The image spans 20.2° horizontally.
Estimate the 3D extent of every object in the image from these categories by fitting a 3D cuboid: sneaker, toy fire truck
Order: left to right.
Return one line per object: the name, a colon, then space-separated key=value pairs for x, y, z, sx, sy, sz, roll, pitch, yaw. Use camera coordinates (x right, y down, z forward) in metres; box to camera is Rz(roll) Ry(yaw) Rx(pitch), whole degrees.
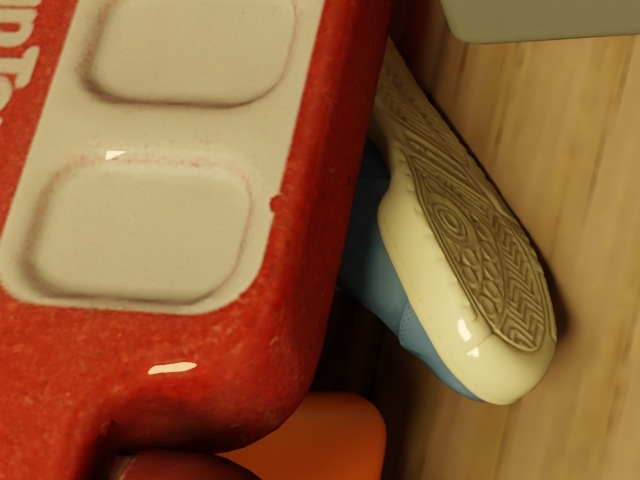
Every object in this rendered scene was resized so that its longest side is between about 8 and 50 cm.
toy fire truck: x=-0.119 y=0.011 z=0.422 sx=0.254 sy=0.169 sz=0.302 roll=1 pitch=55 yaw=15
sneaker: x=0.001 y=0.000 z=0.499 sx=0.084 sy=0.058 sz=0.152 roll=-45 pitch=57 yaw=24

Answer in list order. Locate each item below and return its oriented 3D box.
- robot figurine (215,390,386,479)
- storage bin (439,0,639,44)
robot figurine: x=-0.046 y=0.141 z=0.492 sx=0.158 sy=0.128 sz=0.219 roll=12 pitch=97 yaw=4
storage bin: x=0.079 y=-0.101 z=0.426 sx=0.135 sy=0.098 sz=0.091 roll=3 pitch=118 yaw=40
